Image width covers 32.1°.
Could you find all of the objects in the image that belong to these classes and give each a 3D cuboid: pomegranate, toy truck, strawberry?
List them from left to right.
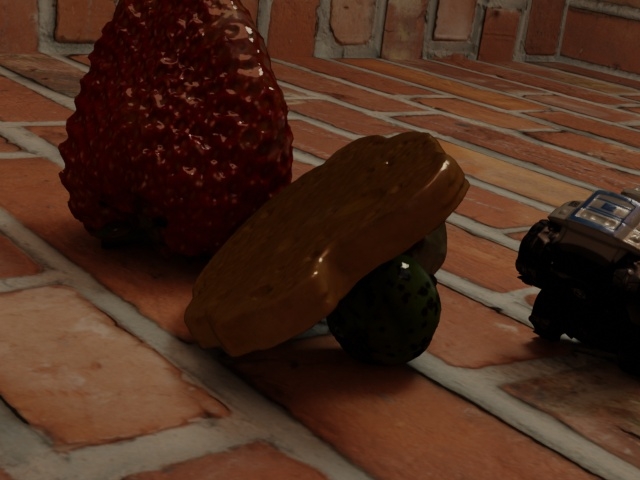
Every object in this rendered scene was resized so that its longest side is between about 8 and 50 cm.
[{"bbox_3d":[-0.159,-0.150,1.375,0.312,0.351,0.267,10,7,31],"label":"strawberry"},{"bbox_3d":[0.074,0.064,1.146,0.122,0.122,0.161,16,23,27],"label":"pomegranate"},{"bbox_3d":[0.331,0.034,1.212,0.161,0.213,0.177,26,60,40],"label":"toy truck"}]

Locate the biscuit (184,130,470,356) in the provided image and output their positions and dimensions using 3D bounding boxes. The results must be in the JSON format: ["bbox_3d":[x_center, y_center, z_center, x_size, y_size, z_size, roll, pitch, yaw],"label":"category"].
[{"bbox_3d":[0.000,0.000,1.127,0.312,0.057,0.351,-45,18,-18],"label":"biscuit"}]

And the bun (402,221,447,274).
[{"bbox_3d":[0.077,-0.004,1.313,0.173,0.167,0.113,-34,23,-22],"label":"bun"}]
